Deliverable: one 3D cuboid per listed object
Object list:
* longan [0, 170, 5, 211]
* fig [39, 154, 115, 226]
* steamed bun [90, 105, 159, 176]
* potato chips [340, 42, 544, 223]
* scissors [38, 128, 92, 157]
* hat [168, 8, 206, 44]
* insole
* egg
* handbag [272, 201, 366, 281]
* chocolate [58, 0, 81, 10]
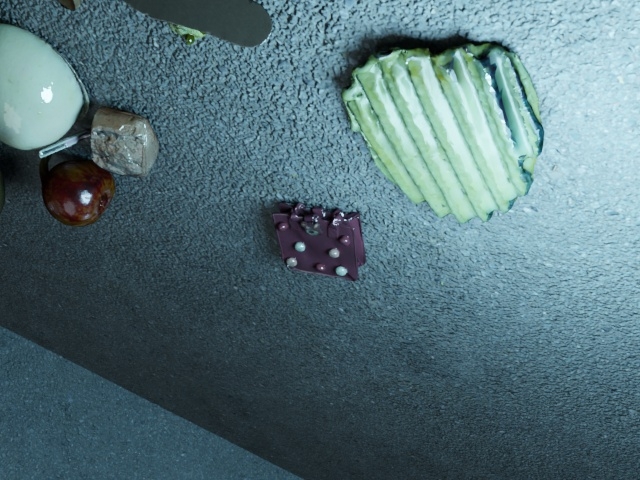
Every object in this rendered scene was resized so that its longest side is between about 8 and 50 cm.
[{"bbox_3d":[-1.004,-0.138,1.838,0.361,0.361,0.361,15,146,11],"label":"longan"},{"bbox_3d":[-0.629,-0.130,1.777,0.207,0.175,0.175,23,147,-1],"label":"fig"},{"bbox_3d":[-0.441,-0.214,1.614,0.145,0.106,0.175,18,144,7],"label":"steamed bun"},{"bbox_3d":[0.228,-0.185,1.305,0.358,0.070,0.429,-1,139,35],"label":"potato chips"},{"bbox_3d":[-0.570,-0.224,1.623,0.085,0.176,0.022,1,116,31],"label":"scissors"},{"bbox_3d":[-0.238,-0.395,1.288,0.076,0.059,0.077,23,151,8],"label":"hat"},{"bbox_3d":[-0.238,-0.422,1.235,0.328,0.007,0.111,23,104,-6],"label":"insole"},{"bbox_3d":[-0.665,-0.317,1.543,0.264,0.174,0.286,-11,131,35],"label":"egg"},{"bbox_3d":[-0.001,0.003,1.688,0.203,0.074,0.216,11,144,17],"label":"handbag"},{"bbox_3d":[-0.476,-0.480,1.331,0.064,0.031,0.100,26,147,28],"label":"chocolate"}]
